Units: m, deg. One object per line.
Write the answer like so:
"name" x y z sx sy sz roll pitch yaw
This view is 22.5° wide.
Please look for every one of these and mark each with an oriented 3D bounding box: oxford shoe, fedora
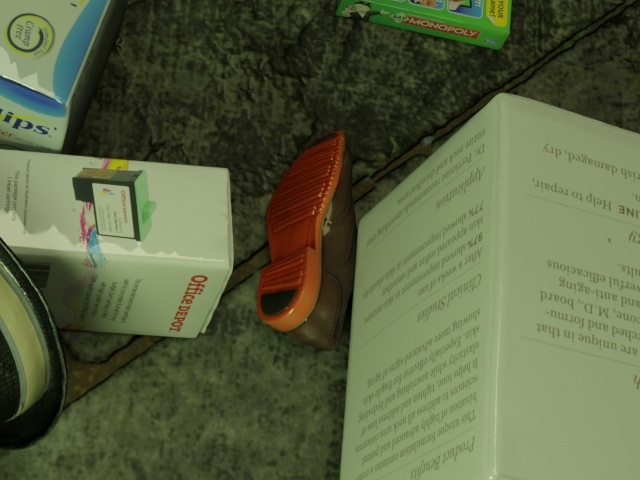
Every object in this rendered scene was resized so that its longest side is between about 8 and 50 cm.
"oxford shoe" 0.000 0.000 1.792 0.098 0.097 0.271 38 50 -33
"fedora" -0.400 0.091 1.495 0.334 0.334 0.152 39 44 5

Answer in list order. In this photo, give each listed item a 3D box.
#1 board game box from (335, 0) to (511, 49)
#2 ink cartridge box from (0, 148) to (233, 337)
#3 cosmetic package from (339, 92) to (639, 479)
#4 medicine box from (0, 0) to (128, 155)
"board game box" 0.139 -0.403 2.024 0.213 0.046 0.317 10 64 -9
"ink cartridge box" -0.242 0.006 1.645 0.278 0.201 0.117 4 65 -13
"cosmetic package" 0.234 0.127 1.619 0.327 0.329 0.393 15 63 -20
"medicine box" -0.301 -0.202 1.676 0.149 0.289 0.263 19 62 -6
